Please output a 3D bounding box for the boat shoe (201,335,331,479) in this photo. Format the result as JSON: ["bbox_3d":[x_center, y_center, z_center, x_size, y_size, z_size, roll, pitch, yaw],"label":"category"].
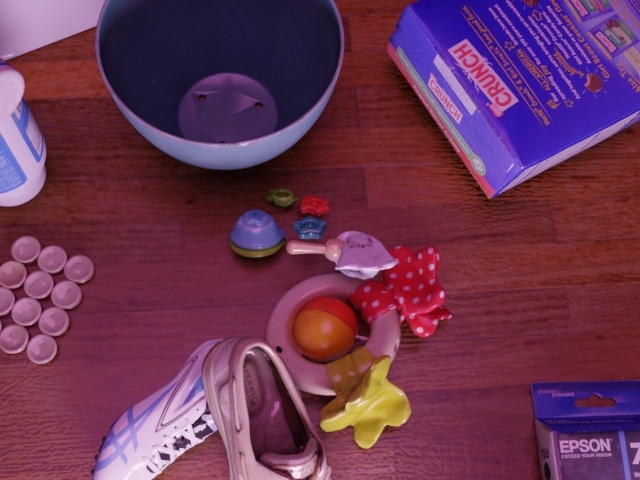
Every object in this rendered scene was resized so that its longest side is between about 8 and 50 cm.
[{"bbox_3d":[-0.042,0.248,0.901,0.109,0.098,0.302,-19,90,-28],"label":"boat shoe"}]

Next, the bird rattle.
[{"bbox_3d":[0.037,0.104,0.990,0.207,0.143,0.253,12,65,18],"label":"bird rattle"}]

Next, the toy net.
[{"bbox_3d":[0.000,0.000,1.028,0.232,0.045,0.122,21,37,31],"label":"toy net"}]

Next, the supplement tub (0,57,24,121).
[{"bbox_3d":[-0.370,-0.174,0.857,0.107,0.071,0.071,34,71,10],"label":"supplement tub"}]

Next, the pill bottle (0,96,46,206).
[{"bbox_3d":[-0.404,-0.124,0.992,0.124,0.221,0.124,1,68,-4],"label":"pill bottle"}]

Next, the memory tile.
[{"bbox_3d":[-0.359,0.073,1.032,0.113,0.012,0.147,18,69,4],"label":"memory tile"}]

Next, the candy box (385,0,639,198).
[{"bbox_3d":[0.297,-0.243,1.121,0.317,0.122,0.268,-26,76,-19],"label":"candy box"}]

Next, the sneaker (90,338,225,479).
[{"bbox_3d":[-0.166,0.212,0.946,0.086,0.085,0.237,25,64,39],"label":"sneaker"}]

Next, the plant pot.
[{"bbox_3d":[-0.123,-0.205,1.056,0.291,0.195,0.290,1,68,-4],"label":"plant pot"}]

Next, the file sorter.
[{"bbox_3d":[-0.380,-0.405,1.122,0.278,0.192,0.173,-25,69,-12],"label":"file sorter"}]

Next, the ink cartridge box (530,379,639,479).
[{"bbox_3d":[0.349,0.320,0.957,0.166,0.065,0.332,-2,68,-4],"label":"ink cartridge box"}]
